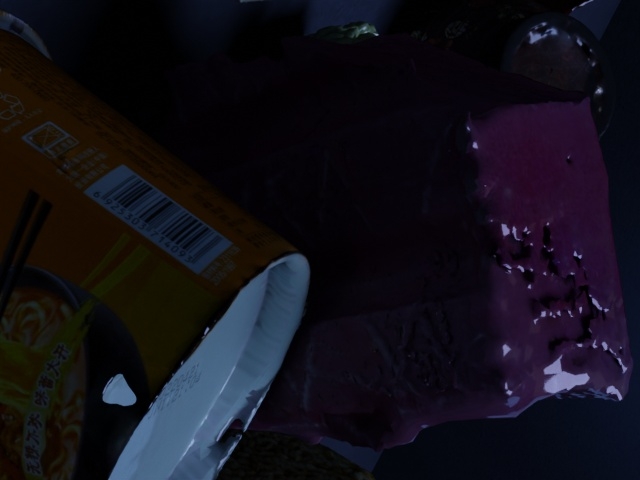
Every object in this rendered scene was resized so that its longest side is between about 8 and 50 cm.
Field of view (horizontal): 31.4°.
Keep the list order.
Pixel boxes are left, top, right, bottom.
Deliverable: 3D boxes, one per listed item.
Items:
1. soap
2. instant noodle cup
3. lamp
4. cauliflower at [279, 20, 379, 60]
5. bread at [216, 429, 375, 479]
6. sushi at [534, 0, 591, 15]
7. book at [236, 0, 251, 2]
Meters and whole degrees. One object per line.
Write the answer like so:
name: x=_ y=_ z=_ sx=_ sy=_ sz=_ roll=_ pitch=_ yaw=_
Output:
soap: x=0.000 y=0.000 z=0.632 sx=0.127 sy=0.324 sz=0.220 roll=-2 pitch=84 yaw=-45
instant noodle cup: x=-0.124 y=0.036 z=0.513 sx=0.230 sy=0.182 sz=0.230 roll=-56 pitch=166 yaw=-22
lamp: x=0.169 y=-0.137 z=1.152 sx=0.247 sy=0.247 sz=0.247 roll=-55 pitch=165 yaw=-22
cauliflower: x=0.049 y=-0.017 z=0.849 sx=0.272 sy=0.250 sz=0.275 roll=-65 pitch=-150 yaw=20
bread: x=-0.104 y=0.174 z=0.750 sx=0.184 sy=0.234 sz=0.111 roll=-34 pitch=149 yaw=-60
sushi: x=0.224 y=-0.204 z=1.358 sx=0.179 sy=0.167 sz=0.296 roll=-33 pitch=147 yaw=-21
book: x=0.037 y=-0.262 z=0.698 sx=0.170 sy=0.018 sz=0.242 roll=-16 pitch=138 yaw=-37
